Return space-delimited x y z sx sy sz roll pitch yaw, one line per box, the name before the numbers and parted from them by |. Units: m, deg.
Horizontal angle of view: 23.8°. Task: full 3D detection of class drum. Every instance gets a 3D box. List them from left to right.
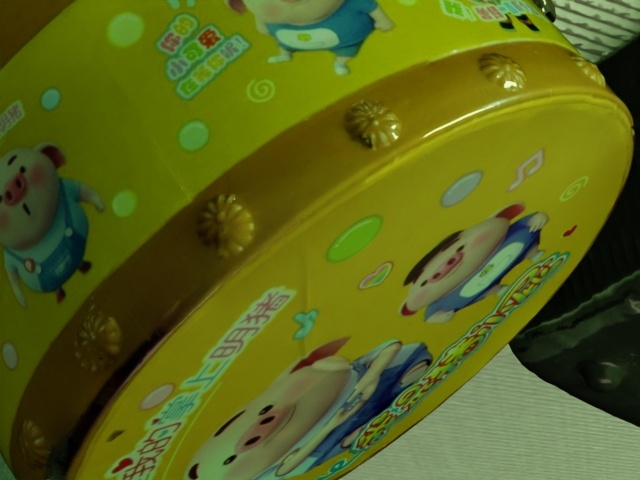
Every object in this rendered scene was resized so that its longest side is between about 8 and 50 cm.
drum | -0.031 -0.014 0.916 0.431 0.214 0.431 -31 155 -16

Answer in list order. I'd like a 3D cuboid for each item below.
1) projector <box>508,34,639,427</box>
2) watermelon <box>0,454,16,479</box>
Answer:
projector | 0.394 -0.003 1.147 0.405 0.242 0.395 24 142 -31
watermelon | -0.207 0.107 1.316 0.175 0.322 0.188 34 105 -5
